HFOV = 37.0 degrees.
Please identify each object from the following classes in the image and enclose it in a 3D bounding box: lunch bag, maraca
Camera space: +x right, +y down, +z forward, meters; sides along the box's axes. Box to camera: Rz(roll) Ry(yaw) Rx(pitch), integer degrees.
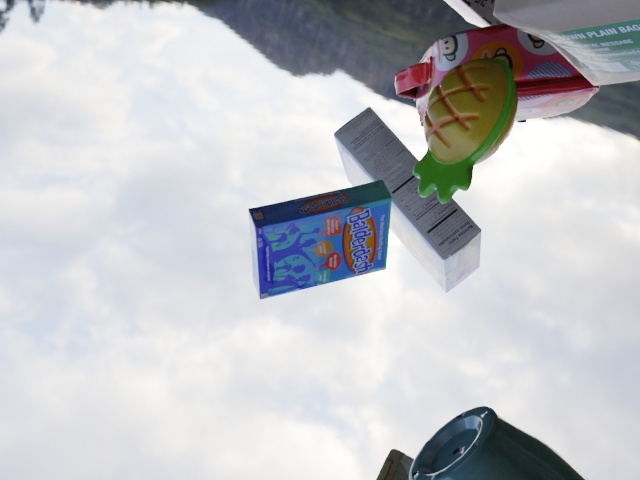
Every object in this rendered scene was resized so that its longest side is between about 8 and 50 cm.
[{"bbox_3d":[0.234,-0.228,1.339,0.258,0.120,0.293,-5,179,0],"label":"lunch bag"},{"bbox_3d":[0.170,-0.133,1.143,0.099,0.185,0.127,24,180,-30],"label":"maraca"}]

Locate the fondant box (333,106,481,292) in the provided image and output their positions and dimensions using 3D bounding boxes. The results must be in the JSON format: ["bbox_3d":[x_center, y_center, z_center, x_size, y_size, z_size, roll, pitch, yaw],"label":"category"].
[{"bbox_3d":[0.172,-0.074,1.858,0.096,0.238,0.330,-37,-109,-4],"label":"fondant box"}]

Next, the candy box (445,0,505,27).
[{"bbox_3d":[0.255,-0.428,1.408,0.070,0.196,0.165,33,-171,34],"label":"candy box"}]

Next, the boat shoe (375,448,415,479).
[{"bbox_3d":[0.080,0.498,1.655,0.098,0.109,0.302,29,-116,20],"label":"boat shoe"}]

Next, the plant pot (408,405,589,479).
[{"bbox_3d":[0.289,0.421,1.555,0.255,0.272,0.271,47,-148,-8],"label":"plant pot"}]

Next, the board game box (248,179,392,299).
[{"bbox_3d":[0.000,0.000,1.448,0.210,0.160,0.047,-14,-133,-12],"label":"board game box"}]

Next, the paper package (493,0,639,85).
[{"bbox_3d":[0.332,-0.300,0.754,0.168,0.309,0.325,22,166,-40],"label":"paper package"}]
